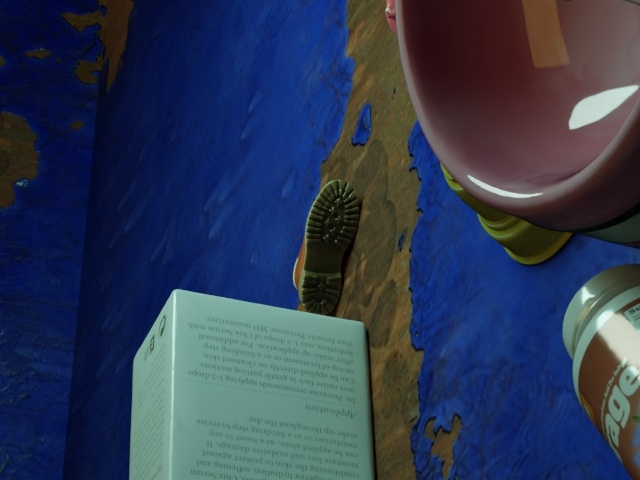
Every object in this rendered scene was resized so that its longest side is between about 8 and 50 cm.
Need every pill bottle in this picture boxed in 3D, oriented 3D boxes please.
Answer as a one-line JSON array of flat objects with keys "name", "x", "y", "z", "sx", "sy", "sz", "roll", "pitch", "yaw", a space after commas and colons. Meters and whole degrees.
[{"name": "pill bottle", "x": 0.239, "y": 0.102, "z": 1.073, "sx": 0.216, "sy": 0.121, "sz": 0.121, "roll": -118, "pitch": 43, "yaw": -62}]

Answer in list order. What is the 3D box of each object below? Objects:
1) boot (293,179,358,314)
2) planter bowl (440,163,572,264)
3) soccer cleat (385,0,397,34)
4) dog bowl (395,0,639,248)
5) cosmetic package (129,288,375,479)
[{"name": "boot", "x": 0.000, "y": 0.000, "z": 1.909, "sx": 0.084, "sy": 0.059, "sz": 0.158, "roll": -129, "pitch": 52, "yaw": -72}, {"name": "planter bowl", "x": 0.164, "y": -0.093, "z": 1.443, "sx": 0.217, "sy": 0.090, "sz": 0.217, "roll": -168, "pitch": 90, "yaw": -70}, {"name": "soccer cleat", "x": 0.140, "y": -0.306, "z": 1.679, "sx": 0.095, "sy": 0.083, "sz": 0.248, "roll": -56, "pitch": -6, "yaw": -43}, {"name": "dog bowl", "x": 0.199, "y": -0.188, "z": 1.154, "sx": 0.408, "sy": 0.150, "sz": 0.408, "roll": 11, "pitch": 102, "yaw": 61}, {"name": "cosmetic package", "x": -0.072, "y": 0.294, "z": 1.684, "sx": 0.161, "sy": 0.230, "sz": 0.453, "roll": 124, "pitch": 152, "yaw": -49}]
